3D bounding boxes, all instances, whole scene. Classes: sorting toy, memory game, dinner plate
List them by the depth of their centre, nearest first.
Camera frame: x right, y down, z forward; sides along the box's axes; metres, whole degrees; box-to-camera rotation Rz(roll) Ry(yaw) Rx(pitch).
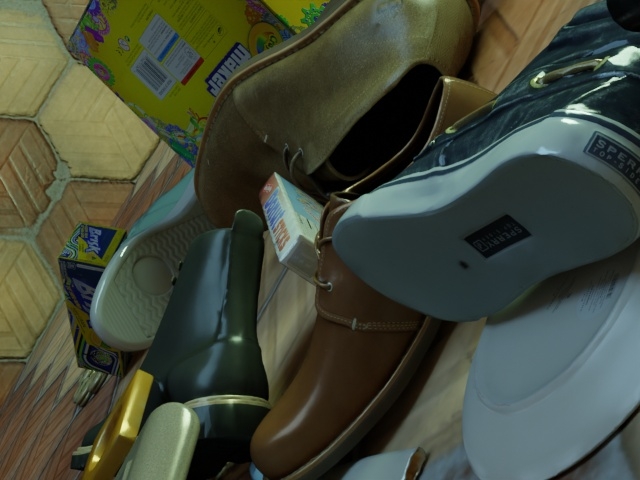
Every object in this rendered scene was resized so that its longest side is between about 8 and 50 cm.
[{"bbox_3d":[0.090,0.023,0.440,0.141,0.017,0.141,-52,15,21],"label":"dinner plate"},{"bbox_3d":[-0.109,0.194,0.565,0.196,0.047,0.347,-53,16,39],"label":"sorting toy"},{"bbox_3d":[-0.250,0.120,1.485,0.186,0.012,0.186,-53,13,18],"label":"memory game"}]

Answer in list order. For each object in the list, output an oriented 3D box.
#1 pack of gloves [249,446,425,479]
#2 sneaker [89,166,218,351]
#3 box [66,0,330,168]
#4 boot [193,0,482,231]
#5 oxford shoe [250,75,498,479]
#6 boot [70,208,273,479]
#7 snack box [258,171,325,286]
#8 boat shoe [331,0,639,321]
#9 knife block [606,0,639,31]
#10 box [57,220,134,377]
[{"bbox_3d":[-0.057,0.176,0.562,0.195,0.046,0.232,-63,14,-20],"label":"pack of gloves"},{"bbox_3d":[-0.151,0.032,1.132,0.151,0.094,0.256,-37,14,43],"label":"sneaker"},{"bbox_3d":[-0.048,-0.258,1.128,0.279,0.177,0.290,-49,7,-28],"label":"box"},{"bbox_3d":[-0.008,-0.068,0.841,0.305,0.112,0.115,-41,32,46],"label":"boot"},{"bbox_3d":[0.021,0.020,0.565,0.212,0.076,0.076,-57,14,2],"label":"oxford shoe"},{"bbox_3d":[-0.087,0.074,0.757,0.198,0.077,0.137,-24,58,47],"label":"boot"},{"bbox_3d":[0.000,0.000,0.716,0.022,0.064,0.178,-55,13,8],"label":"snack box"},{"bbox_3d":[0.074,-0.026,0.453,0.083,0.065,0.183,-54,13,-24],"label":"boat shoe"},{"bbox_3d":[0.168,-0.089,0.250,0.242,0.088,0.275,-53,14,24],"label":"knife block"},{"bbox_3d":[-0.226,0.062,1.263,0.059,0.054,0.169,-70,-14,-44],"label":"box"}]
